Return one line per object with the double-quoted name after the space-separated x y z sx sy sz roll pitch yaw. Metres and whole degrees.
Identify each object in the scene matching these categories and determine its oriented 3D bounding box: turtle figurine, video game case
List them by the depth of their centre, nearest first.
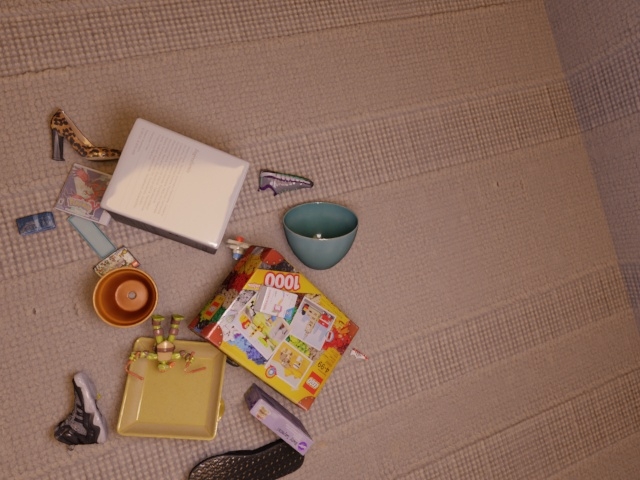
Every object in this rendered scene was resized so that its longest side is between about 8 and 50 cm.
-0.532 0.371 1.647 0.270 0.087 0.217 6 92 -19 "turtle figurine"
-0.838 -0.168 1.710 0.202 0.023 0.183 18 80 3 "video game case"

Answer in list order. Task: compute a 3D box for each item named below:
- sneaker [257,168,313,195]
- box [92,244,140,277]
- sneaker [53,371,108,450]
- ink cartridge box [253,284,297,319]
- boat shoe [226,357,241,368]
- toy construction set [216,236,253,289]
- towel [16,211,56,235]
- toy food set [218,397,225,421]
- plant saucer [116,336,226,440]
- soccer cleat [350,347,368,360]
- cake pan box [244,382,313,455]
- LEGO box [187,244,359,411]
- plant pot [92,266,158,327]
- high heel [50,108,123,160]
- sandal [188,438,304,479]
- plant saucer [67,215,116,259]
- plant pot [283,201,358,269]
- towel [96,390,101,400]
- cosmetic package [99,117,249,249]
-0.143 -0.224 1.918 0.224 0.083 0.098 11 103 -10 "sneaker"
-0.752 0.096 1.735 0.137 0.027 0.094 -41 97 -15 "box"
-0.845 0.597 1.615 0.153 0.101 0.268 -16 101 -16 "sneaker"
-0.149 0.205 1.554 0.123 0.052 0.088 20 81 -32 "ink cartridge box"
-0.370 0.404 1.791 0.078 0.070 0.219 -40 96 -15 "boat shoe"
-0.308 0.150 1.800 0.215 0.151 0.327 12 93 -14 "toy construction set"
-1.016 -0.061 1.674 0.120 0.029 0.067 -16 89 -16 "towel"
-0.459 0.606 1.745 0.218 0.071 0.128 29 65 4 "toy food set"
-0.518 0.531 1.685 0.333 0.081 0.332 6 66 -5 "plant saucer"
0.162 0.482 1.955 0.083 0.029 0.035 33 86 -7 "soccer cleat"
-0.157 0.657 1.739 0.267 0.246 0.070 42 80 -10 "cake pan box"
-0.155 0.315 1.705 0.500 0.193 0.372 45 69 -27 "LEGO box"
-0.679 0.197 1.663 0.205 0.188 0.205 1 86 -16 "plant pot"
-0.849 -0.384 1.712 0.261 0.093 0.186 0 91 -7 "high heel"
-0.277 0.860 1.774 0.446 0.107 0.167 -2 85 -28 "sandal"
-0.839 -0.023 1.727 0.067 0.018 0.192 -40 95 -15 "plant saucer"
0.000 0.000 1.849 0.290 0.290 0.195 -9 124 -16 "plant pot"
-0.834 0.552 1.681 0.060 0.009 0.083 -36 95 -15 "towel"
-0.502 -0.172 1.671 0.394 0.329 0.327 21 80 -12 "cosmetic package"
